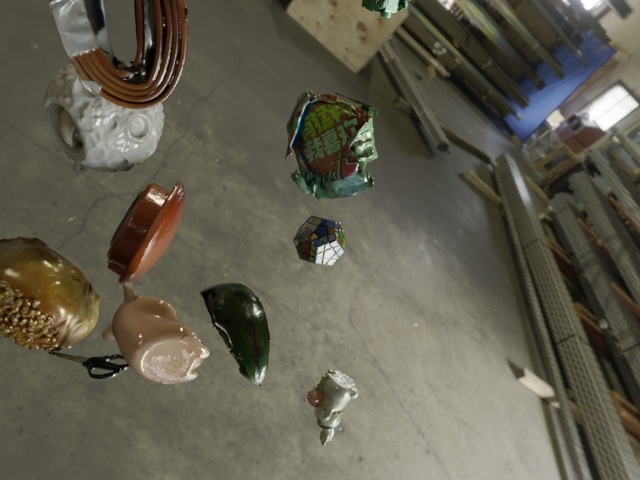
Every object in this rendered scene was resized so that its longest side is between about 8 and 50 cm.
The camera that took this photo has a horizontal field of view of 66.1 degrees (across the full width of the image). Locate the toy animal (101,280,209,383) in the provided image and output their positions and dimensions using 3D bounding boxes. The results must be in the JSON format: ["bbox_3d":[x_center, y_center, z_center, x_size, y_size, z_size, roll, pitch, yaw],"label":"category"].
[{"bbox_3d":[-0.456,0.258,1.363,0.212,0.195,0.256,15,16,-43],"label":"toy animal"}]

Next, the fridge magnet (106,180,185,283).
[{"bbox_3d":[-0.535,-0.031,1.525,0.155,0.364,0.364,31,35,-17],"label":"fridge magnet"}]

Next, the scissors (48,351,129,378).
[{"bbox_3d":[-0.670,0.340,1.394,0.109,0.299,0.022,-33,124,-59],"label":"scissors"}]

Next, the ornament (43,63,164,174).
[{"bbox_3d":[-0.638,-0.377,1.483,0.337,0.337,0.337,31,35,-25],"label":"ornament"}]

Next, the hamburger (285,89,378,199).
[{"bbox_3d":[0.038,-0.248,1.277,0.150,0.260,0.276,-33,127,-60],"label":"hamburger"}]

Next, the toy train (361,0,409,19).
[{"bbox_3d":[0.141,-0.546,0.990,0.071,0.178,0.105,-5,36,-24],"label":"toy train"}]

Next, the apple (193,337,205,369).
[{"bbox_3d":[-0.426,0.354,1.560,0.126,0.125,0.102,-34,114,-58],"label":"apple"}]

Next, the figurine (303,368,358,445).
[{"bbox_3d":[0.016,0.357,1.072,0.081,0.146,0.098,12,20,-44],"label":"figurine"}]

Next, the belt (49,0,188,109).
[{"bbox_3d":[-0.290,-0.335,0.724,0.183,0.262,0.105,-1,26,-17],"label":"belt"}]

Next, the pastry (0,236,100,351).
[{"bbox_3d":[-0.856,0.169,1.448,0.409,0.409,0.245,40,54,-12],"label":"pastry"}]

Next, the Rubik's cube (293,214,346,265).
[{"bbox_3d":[0.000,0.000,1.002,0.093,0.111,0.111,37,33,-14],"label":"Rubik's cube"}]

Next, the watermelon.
[{"bbox_3d":[-0.196,0.186,1.115,0.122,0.129,0.301,-14,44,-27],"label":"watermelon"}]
